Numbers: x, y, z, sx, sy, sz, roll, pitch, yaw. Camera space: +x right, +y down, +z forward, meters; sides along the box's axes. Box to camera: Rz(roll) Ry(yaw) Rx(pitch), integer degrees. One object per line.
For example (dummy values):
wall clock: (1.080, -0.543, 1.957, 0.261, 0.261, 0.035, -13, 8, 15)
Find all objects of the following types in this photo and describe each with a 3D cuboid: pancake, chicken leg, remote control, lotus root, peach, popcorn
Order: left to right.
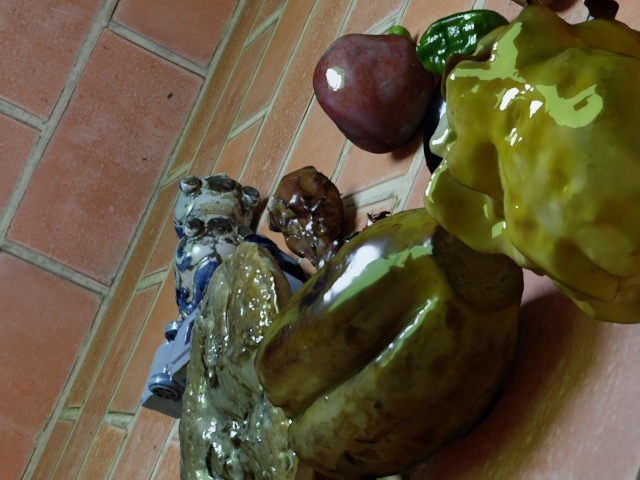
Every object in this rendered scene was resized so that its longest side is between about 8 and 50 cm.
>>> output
pancake: (-0.074, 0.183, 1.340, 0.387, 0.082, 0.387, 180, 90, -69)
remote control: (-0.062, 0.039, 1.748, 0.266, 0.066, 0.090, -129, 23, -76)
chicken leg: (0.000, 0.000, 1.599, 0.304, 0.093, 0.113, -116, 35, -61)
peach: (0.065, -0.175, 1.555, 0.152, 0.152, 0.152, -56, 17, 27)
lotus root: (0.061, 0.090, 1.048, 0.291, 0.193, 0.193, -47, 22, 41)
popcorn: (0.187, -0.057, 0.849, 0.253, 0.190, 0.191, 46, 131, 33)

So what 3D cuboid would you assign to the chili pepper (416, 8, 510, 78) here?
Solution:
chili pepper: (0.152, -0.221, 1.468, 0.204, 0.073, 0.072, 179, 103, -75)

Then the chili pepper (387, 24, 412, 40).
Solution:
chili pepper: (0.084, -0.213, 1.694, 0.050, 0.052, 0.202, 113, 174, -54)

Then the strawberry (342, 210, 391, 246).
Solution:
strawberry: (0.068, 0.027, 1.284, 0.106, 0.106, 0.106, -56, 17, 27)

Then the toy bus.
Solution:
toy bus: (-0.121, 0.143, 1.645, 0.329, 0.136, 0.109, -43, 29, 52)

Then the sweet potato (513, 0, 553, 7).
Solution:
sweet potato: (0.208, -0.308, 1.371, 0.097, 0.097, 0.252, -57, 25, 25)

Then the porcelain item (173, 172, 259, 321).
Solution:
porcelain item: (-0.182, 0.015, 2.118, 0.288, 0.138, 0.186, -98, 20, -58)

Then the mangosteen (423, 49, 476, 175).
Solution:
mangosteen: (0.164, -0.093, 1.100, 0.152, 0.152, 0.152, -56, 17, 27)
